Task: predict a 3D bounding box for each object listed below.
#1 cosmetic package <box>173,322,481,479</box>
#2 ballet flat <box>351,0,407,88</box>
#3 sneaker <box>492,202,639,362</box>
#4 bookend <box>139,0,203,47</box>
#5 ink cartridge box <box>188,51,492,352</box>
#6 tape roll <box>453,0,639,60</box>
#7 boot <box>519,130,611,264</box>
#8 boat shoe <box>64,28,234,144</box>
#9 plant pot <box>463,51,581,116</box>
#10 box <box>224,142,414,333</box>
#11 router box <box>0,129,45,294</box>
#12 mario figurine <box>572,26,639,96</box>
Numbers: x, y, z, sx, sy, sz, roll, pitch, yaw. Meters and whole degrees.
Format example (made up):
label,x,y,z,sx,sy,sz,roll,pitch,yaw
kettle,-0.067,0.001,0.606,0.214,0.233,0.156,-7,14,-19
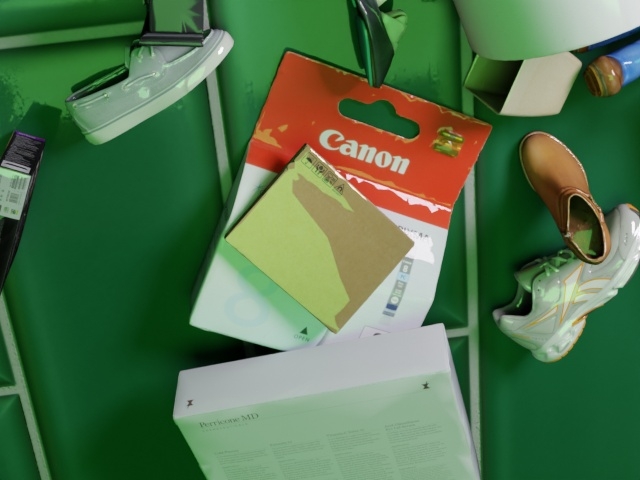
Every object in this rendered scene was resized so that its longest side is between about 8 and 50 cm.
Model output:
label,x,y,z,sx,sy,sz,roll,pitch,yaw
cosmetic package,0.019,0.275,1.390,0.377,0.097,0.284,-11,132,9
ballet flat,0.067,-0.283,1.192,0.074,0.074,0.203,-18,118,2
sneaker,0.347,0.050,1.388,0.121,0.099,0.262,28,108,-13
bookend,-0.169,-0.315,1.124,0.072,0.157,0.156,0,115,-7
ink cartridge box,0.028,-0.019,1.321,0.308,0.091,0.385,18,113,-14
tape roll,0.287,-0.313,1.106,0.286,0.286,0.100,-23,114,4
boot,0.321,-0.059,1.275,0.073,0.152,0.197,-33,85,14
boat shoe,-0.216,-0.205,1.212,0.227,0.079,0.081,-31,119,11
plant pot,0.265,-0.217,1.253,0.096,0.109,0.109,11,114,-25
box,0.000,0.000,1.283,0.201,0.021,0.164,41,90,-16
router box,-0.397,-0.033,1.242,0.046,0.133,0.179,16,111,-14
mario figurine,0.469,-0.300,1.199,0.321,0.170,0.198,-23,113,6
